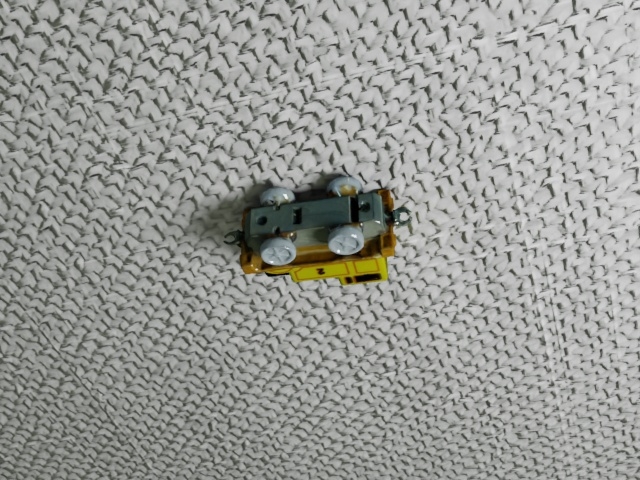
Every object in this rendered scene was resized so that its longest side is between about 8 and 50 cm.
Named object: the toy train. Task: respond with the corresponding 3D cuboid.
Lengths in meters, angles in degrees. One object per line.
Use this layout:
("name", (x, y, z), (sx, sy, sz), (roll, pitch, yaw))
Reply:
("toy train", (0.000, 0.000, 1.025), (0.219, 0.089, 0.127), (-8, 143, 8))
